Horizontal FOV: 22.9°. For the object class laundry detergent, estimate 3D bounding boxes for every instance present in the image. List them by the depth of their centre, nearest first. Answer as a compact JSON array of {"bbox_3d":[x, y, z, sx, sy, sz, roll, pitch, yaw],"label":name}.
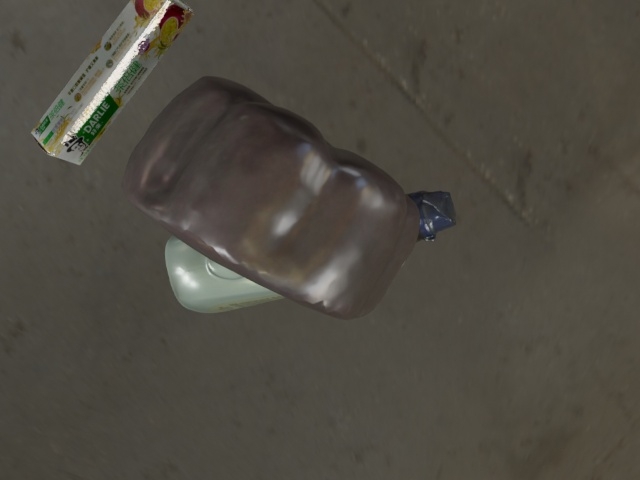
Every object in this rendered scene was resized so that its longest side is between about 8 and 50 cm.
[{"bbox_3d":[0.000,0.000,1.643,0.280,0.215,0.105,-12,88,20],"label":"laundry detergent"}]

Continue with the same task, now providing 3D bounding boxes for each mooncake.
[{"bbox_3d":[-0.037,-0.032,1.291,0.245,0.245,0.133,32,89,13],"label":"mooncake"}]

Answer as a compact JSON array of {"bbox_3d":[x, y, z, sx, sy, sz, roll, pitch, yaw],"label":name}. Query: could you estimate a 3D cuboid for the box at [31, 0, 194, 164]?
[{"bbox_3d":[-0.210,-0.168,1.600,0.207,0.050,0.041,-51,60,12],"label":"box"}]
